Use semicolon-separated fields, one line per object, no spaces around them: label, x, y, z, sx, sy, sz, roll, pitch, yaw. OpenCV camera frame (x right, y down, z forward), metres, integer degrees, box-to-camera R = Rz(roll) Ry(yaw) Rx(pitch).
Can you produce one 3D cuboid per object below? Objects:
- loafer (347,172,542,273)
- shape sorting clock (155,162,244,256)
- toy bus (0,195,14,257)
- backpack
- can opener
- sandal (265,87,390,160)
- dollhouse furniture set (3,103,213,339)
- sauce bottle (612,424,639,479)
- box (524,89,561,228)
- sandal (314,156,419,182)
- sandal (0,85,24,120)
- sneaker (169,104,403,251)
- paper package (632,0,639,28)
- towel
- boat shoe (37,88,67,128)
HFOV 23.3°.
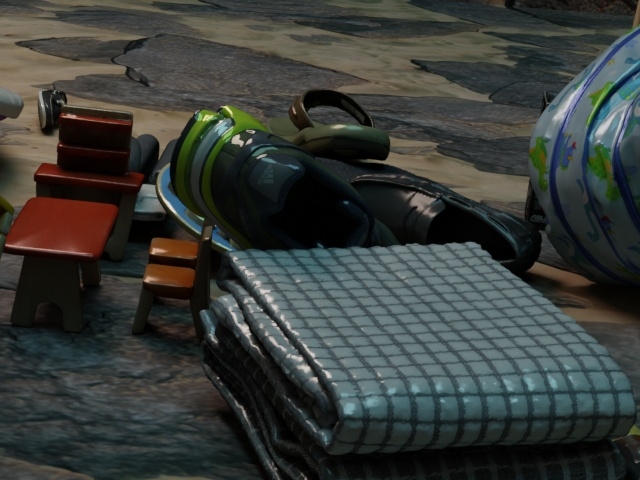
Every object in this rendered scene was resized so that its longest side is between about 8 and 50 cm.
loafer;0.117;-0.020;1.595;0.223;0.076;0.078;18;12;21
shape sorting clock;-0.063;-0.028;1.531;0.206;0.040;0.206;22;28;-12
toy bus;-0.328;0.005;1.141;0.104;0.202;0.191;46;-2;-43
backpack;0.379;-0.100;1.566;0.355;0.290;0.273;-26;15;-11
can opener;-0.183;-0.083;1.647;0.076;0.095;0.283;8;17;0
sandal;0.016;-0.143;1.890;0.120;0.086;0.303;1;3;-18
dollhouse furniture set;-0.221;-0.025;1.374;0.262;0.135;0.259;6;17;-3
sauce bottle;0.219;0.155;1.101;0.042;0.042;0.128;6;7;-3
box;0.332;-0.082;1.766;0.180;0.147;0.077;8;17;5
sandal;0.027;-0.053;1.732;0.097;0.054;0.254;30;18;39
sandal;-0.441;-0.148;1.772;0.169;0.102;0.416;17;0;-19
sneaker;0.000;0.000;1.294;0.121;0.111;0.300;28;-4;42
paper package;0.486;-0.222;2.006;0.168;0.309;0.325;14;19;13
towel;0.056;0.102;1.117;0.235;0.121;0.284;-2;21;-22
boat shoe;-0.336;-0.167;1.949;0.038;0.046;0.125;-1;10;-9
